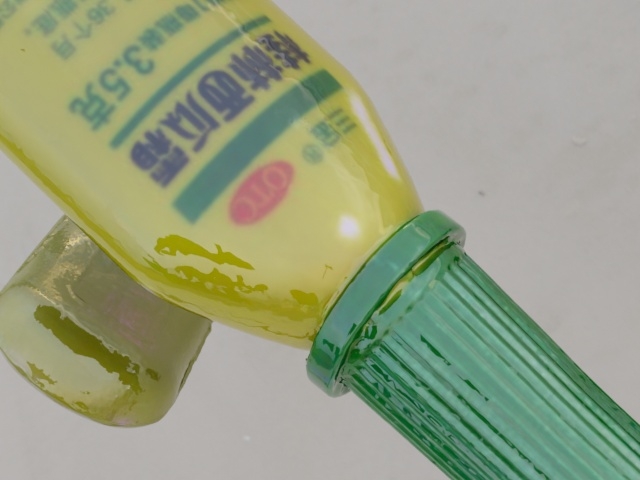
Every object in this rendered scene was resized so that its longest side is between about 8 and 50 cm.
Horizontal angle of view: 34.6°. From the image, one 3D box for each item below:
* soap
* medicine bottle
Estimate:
[{"bbox_3d":[-0.091,0.027,0.467,0.045,0.089,0.140,-46,13,33],"label":"soap"},{"bbox_3d":[0.000,0.000,0.355,0.309,0.076,0.111,43,71,6],"label":"medicine bottle"}]
